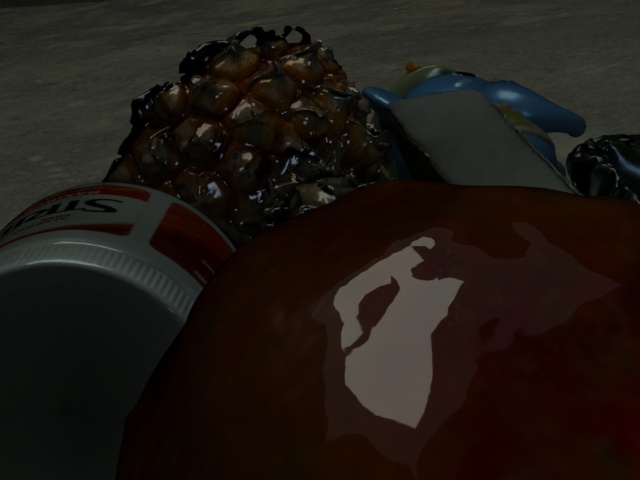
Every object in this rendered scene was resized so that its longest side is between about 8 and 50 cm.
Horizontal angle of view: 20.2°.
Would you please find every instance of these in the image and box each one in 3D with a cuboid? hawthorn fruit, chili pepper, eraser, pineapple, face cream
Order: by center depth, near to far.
[{"bbox_3d":[0.056,0.134,0.764,0.308,0.325,0.308,13,-22,5],"label":"hawthorn fruit"},{"bbox_3d":[-0.147,0.077,1.172,0.201,0.201,0.187,-7,16,7],"label":"face cream"},{"bbox_3d":[0.150,-0.018,1.389,0.077,0.111,0.352,-29,30,-3],"label":"eraser"},{"bbox_3d":[0.000,0.000,1.423,0.262,0.263,0.271,-18,41,-27],"label":"pineapple"},{"bbox_3d":[0.275,-0.027,1.424,0.116,0.148,0.264,-9,19,25],"label":"chili pepper"}]

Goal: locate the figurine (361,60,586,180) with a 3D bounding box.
[{"bbox_3d":[0.151,-0.078,1.695,0.180,0.154,0.262,-10,31,-36],"label":"figurine"}]
